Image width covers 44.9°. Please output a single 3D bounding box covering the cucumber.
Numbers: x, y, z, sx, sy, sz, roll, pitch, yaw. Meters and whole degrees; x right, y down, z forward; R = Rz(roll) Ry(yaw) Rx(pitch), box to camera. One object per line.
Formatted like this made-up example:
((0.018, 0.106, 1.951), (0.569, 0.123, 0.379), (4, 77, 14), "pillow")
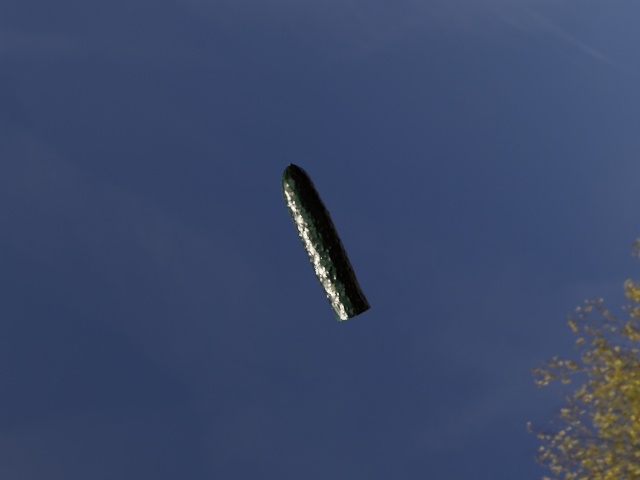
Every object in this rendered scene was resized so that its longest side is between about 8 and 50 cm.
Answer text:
((0.000, 0.000, 0.622), (0.032, 0.032, 0.133), (-26, -88, -33), "cucumber")
